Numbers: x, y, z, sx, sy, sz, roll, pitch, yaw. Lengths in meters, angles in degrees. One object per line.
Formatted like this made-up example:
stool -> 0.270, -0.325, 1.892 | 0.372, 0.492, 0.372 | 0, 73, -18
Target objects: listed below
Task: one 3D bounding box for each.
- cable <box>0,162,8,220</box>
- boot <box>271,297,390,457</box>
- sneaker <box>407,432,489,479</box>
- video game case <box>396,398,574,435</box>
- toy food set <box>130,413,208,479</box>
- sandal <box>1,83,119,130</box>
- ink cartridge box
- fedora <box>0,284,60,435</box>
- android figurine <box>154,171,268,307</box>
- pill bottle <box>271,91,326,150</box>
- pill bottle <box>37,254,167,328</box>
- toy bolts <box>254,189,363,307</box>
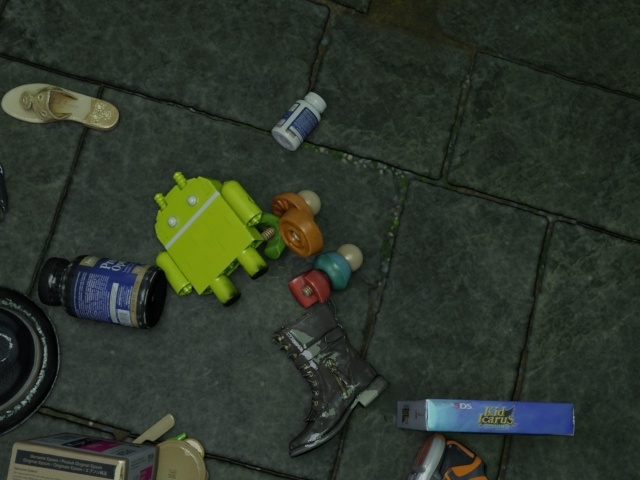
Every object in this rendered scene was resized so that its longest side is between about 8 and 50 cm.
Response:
cable -> -0.703, -0.108, 1.655 | 0.151, 0.047, 0.184 | -15, 83, -6
boot -> -0.017, 0.268, 1.641 | 0.263, 0.091, 0.229 | -38, 79, -18
sneaker -> 0.228, 0.542, 1.580 | 0.180, 0.124, 0.321 | 29, 75, 1
video game case -> 0.300, 0.334, 1.575 | 0.270, 0.244, 0.061 | 3, 77, -7
toy food set -> -0.272, 0.436, 1.584 | 0.132, 0.038, 0.192 | -36, 84, 0
sandal -> -0.530, -0.282, 1.695 | 0.240, 0.079, 0.088 | 11, 76, -5
ink cartridge box -> -0.404, 0.397, 1.457 | 0.193, 0.234, 0.088 | 7, 82, 4
fedora -> -0.656, 0.217, 1.525 | 0.334, 0.152, 0.334 | 2, 77, -7
android figurine -> -0.223, -0.011, 1.633 | 0.248, 0.056, 0.273 | -43, 75, 20
pill bottle -> -0.042, -0.252, 1.759 | 0.067, 0.067, 0.120 | 38, 75, 2
pill bottle -> -0.415, 0.094, 1.592 | 0.219, 0.123, 0.122 | 9, 76, 8
toy bolts -> 0.000, 0.000, 1.652 | 0.158, 0.218, 0.228 | -37, 103, -29
